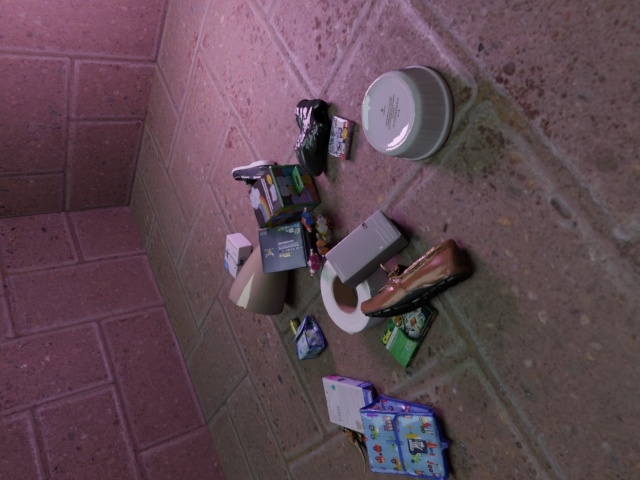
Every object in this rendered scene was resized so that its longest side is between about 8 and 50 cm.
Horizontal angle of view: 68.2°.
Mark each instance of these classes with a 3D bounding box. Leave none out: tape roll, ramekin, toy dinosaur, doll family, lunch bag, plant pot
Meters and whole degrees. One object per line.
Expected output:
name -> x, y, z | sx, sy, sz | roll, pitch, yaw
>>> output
tape roll -> 0.121, 0.181, 1.682 | 0.286, 0.100, 0.285 | 18, 113, 51
ramekin -> 0.233, -0.363, 1.356 | 0.273, 0.127, 0.272 | 19, 114, 51
toy dinosaur -> 0.144, 0.796, 1.865 | 0.211, 0.064, 0.112 | 51, 155, 47
doll family -> 0.000, 0.000, 1.776 | 0.163, 0.119, 0.262 | 156, 106, -86
lunch bag -> -0.056, 0.412, 2.004 | 0.128, 0.096, 0.151 | 121, 142, -47
plant pot -> -0.242, 0.149, 2.090 | 0.256, 0.257, 0.273 | 35, 109, 45
lunch bag -> 0.298, 0.656, 1.567 | 0.293, 0.138, 0.220 | -11, 90, 42

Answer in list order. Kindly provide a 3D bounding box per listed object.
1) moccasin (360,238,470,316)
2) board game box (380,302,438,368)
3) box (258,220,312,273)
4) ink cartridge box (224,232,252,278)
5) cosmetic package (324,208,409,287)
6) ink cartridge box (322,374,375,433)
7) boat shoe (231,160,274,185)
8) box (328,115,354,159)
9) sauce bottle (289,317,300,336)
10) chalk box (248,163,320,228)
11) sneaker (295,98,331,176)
moccasin -> 0.261, 0.123, 1.416 | 0.380, 0.139, 0.146 | -43, 53, 41
board game box -> 0.284, 0.283, 1.546 | 0.136, 0.030, 0.259 | 45, 133, 35
box -> -0.140, 0.030, 1.908 | 0.233, 0.059, 0.183 | -11, 84, 35
ink cartridge box -> -0.426, 0.078, 2.434 | 0.140, 0.082, 0.190 | 40, 131, 42
cosmetic package -> 0.147, 0.030, 1.513 | 0.238, 0.107, 0.127 | -41, 61, 9
ink cartridge box -> 0.129, 0.633, 1.825 | 0.311, 0.065, 0.185 | -11, 90, 57
boat shoe -> -0.311, -0.293, 2.146 | 0.303, 0.114, 0.091 | -6, 88, 55
box -> 0.072, -0.362, 1.668 | 0.094, 0.027, 0.136 | 33, 124, 45
sauce bottle -> -0.100, 0.410, 2.104 | 0.042, 0.042, 0.128 | -45, 65, 50
chalk box -> -0.132, -0.187, 1.872 | 0.289, 0.179, 0.180 | -34, 70, 51
sneaker -> -0.020, -0.378, 1.731 | 0.130, 0.109, 0.286 | 4, 105, 48
